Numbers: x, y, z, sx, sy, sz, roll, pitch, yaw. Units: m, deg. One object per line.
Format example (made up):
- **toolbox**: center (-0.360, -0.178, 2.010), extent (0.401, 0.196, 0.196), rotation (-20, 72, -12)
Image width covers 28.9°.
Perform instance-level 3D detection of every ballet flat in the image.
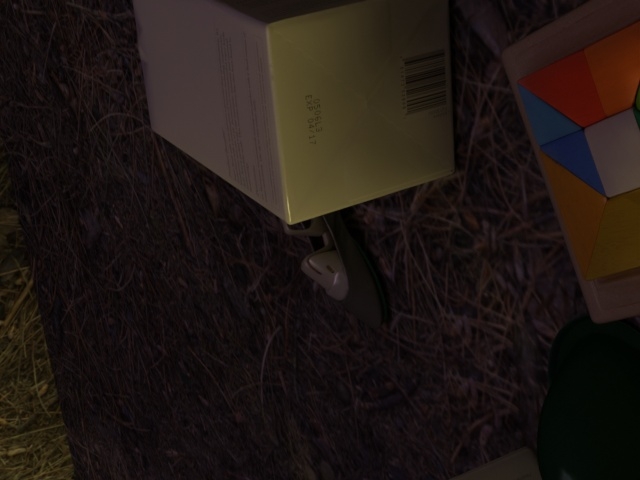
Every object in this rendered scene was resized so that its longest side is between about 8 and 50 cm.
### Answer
- **ballet flat**: center (0.000, 0.000, 1.289), extent (0.213, 0.068, 0.072), rotation (69, 154, 8)

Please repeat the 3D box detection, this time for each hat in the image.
- **hat**: center (0.169, 0.172, 0.921), extent (0.208, 0.183, 0.173), rotation (46, 144, 43)

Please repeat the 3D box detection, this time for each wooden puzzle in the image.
- **wooden puzzle**: center (0.214, -0.059, 0.850), extent (0.238, 0.044, 0.221), rotation (-25, 83, 65)

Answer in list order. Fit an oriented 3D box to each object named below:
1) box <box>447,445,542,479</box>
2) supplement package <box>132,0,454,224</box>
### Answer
- **box**: center (0.165, 0.385, 1.031), extent (0.215, 0.168, 0.345), rotation (100, 147, -60)
- **supplement package**: center (-0.033, -0.162, 1.129), extent (0.293, 0.175, 0.178), rotation (35, 137, 52)
